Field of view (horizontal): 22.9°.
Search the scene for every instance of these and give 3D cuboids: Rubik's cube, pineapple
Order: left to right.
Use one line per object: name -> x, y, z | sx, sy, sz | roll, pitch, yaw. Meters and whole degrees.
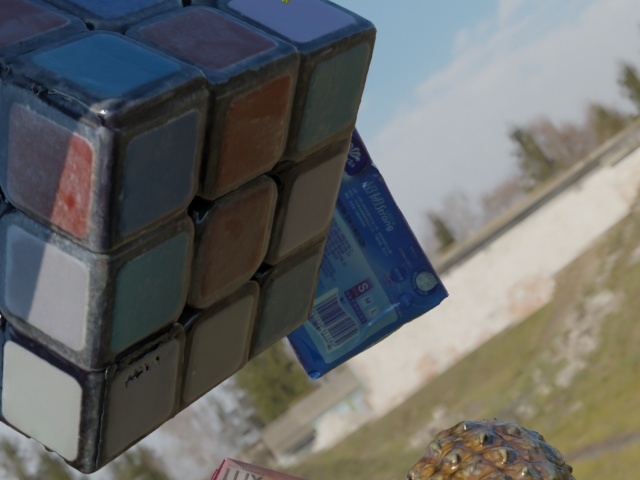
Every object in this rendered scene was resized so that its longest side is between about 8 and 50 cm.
Rubik's cube -> -0.207, -0.072, 1.394 | 0.358, 0.362, 0.363 | -28, -43, -48
pineapple -> 0.132, 0.249, 1.191 | 0.158, 0.158, 0.279 | -37, 13, 14

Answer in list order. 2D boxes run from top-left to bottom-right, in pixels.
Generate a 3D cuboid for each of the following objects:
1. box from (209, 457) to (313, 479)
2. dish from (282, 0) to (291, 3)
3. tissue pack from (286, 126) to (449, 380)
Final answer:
box -> -0.054, 0.333, 1.957 | 0.111, 0.156, 0.060 | 80, -154, -52
dish -> -0.043, -0.231, 1.116 | 0.039, 0.137, 0.091 | -28, -44, -12
tissue pack -> 0.000, 0.000, 1.881 | 0.198, 0.263, 0.146 | -31, 11, -5
